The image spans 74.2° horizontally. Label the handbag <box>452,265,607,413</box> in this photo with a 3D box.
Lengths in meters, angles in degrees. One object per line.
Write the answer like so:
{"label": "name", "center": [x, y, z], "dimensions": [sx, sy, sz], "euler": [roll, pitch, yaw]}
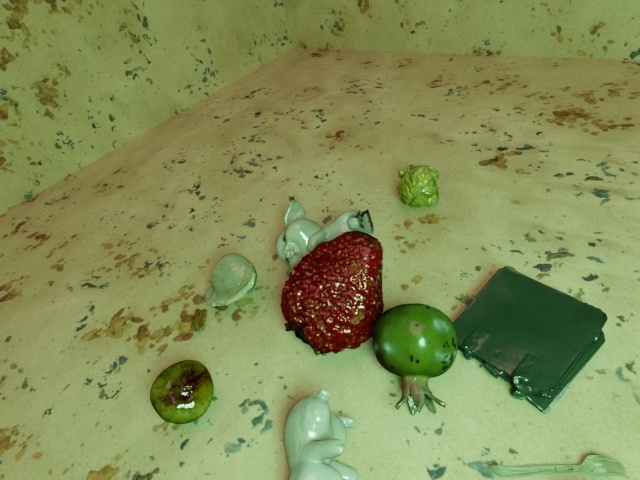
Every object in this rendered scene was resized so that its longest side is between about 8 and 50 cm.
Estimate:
{"label": "handbag", "center": [0.435, 0.199, 0.913], "dimensions": [0.260, 0.079, 0.247], "euler": [-37, 42, -20]}

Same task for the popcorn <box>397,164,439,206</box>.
{"label": "popcorn", "center": [0.309, -0.175, 1.350], "dimensions": [0.135, 0.141, 0.162], "euler": [-33, 81, -23]}

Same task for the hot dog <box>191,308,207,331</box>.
{"label": "hot dog", "center": [-0.340, 0.225, 1.191], "dimensions": [0.037, 0.021, 0.083], "euler": [7, 38, -4]}

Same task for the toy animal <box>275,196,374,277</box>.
{"label": "toy animal", "center": [-0.003, 0.001, 1.223], "dimensions": [0.309, 0.183, 0.247], "euler": [-4, 36, 22]}

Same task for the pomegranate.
{"label": "pomegranate", "center": [0.196, 0.242, 0.881], "dimensions": [0.181, 0.181, 0.224], "euler": [-2, 62, 16]}

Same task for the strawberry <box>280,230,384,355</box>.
{"label": "strawberry", "center": [0.030, 0.119, 1.005], "dimensions": [0.260, 0.258, 0.261], "euler": [-6, 35, 4]}

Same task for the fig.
{"label": "fig", "center": [-0.312, 0.342, 0.964], "dimensions": [0.135, 0.121, 0.153], "euler": [24, 20, -9]}

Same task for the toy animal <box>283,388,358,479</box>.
{"label": "toy animal", "center": [0.000, 0.420, 0.760], "dimensions": [0.138, 0.141, 0.283], "euler": [-20, 35, 9]}

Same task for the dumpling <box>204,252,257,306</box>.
{"label": "dumpling", "center": [-0.260, 0.122, 1.211], "dimensions": [0.215, 0.126, 0.166], "euler": [26, 71, 36]}

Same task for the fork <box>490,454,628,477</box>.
{"label": "fork", "center": [0.409, 0.392, 0.732], "dimensions": [0.219, 0.028, 0.034], "euler": [-6, 44, 12]}
